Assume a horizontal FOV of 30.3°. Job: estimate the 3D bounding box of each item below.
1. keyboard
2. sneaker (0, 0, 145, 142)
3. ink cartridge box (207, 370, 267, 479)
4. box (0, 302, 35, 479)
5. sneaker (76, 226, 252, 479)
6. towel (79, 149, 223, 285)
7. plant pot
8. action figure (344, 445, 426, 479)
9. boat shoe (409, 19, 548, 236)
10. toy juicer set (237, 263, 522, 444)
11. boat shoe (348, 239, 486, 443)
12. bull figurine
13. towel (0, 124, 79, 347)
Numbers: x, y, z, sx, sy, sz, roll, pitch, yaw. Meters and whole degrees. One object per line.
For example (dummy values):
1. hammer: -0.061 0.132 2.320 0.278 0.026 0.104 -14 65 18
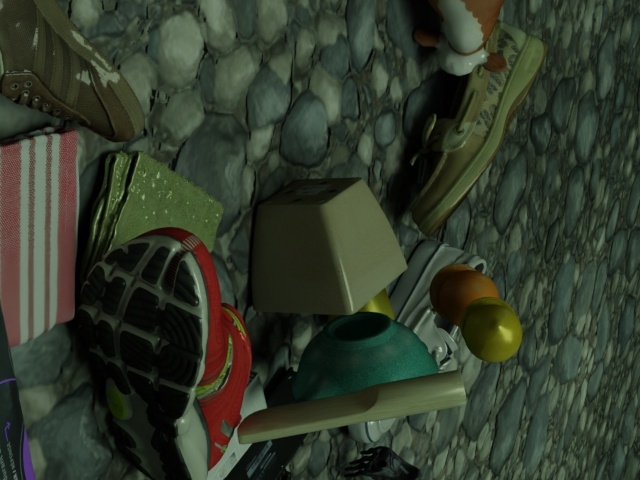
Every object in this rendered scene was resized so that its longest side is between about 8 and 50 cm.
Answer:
1. keyboard: -0.060 0.216 1.127 0.180 0.023 0.108 -52 137 -36
2. sneaker: -0.183 -0.112 0.741 0.071 0.066 0.188 -50 139 -13
3. ink cartridge box: -0.090 0.172 1.044 0.115 0.029 0.063 -48 141 -40
4. box: -0.264 0.146 0.543 0.270 0.143 0.165 -57 147 -58
5. sneaker: -0.104 0.077 0.891 0.118 0.107 0.279 -49 158 -36
6. towel: -0.128 -0.003 0.905 0.148 0.027 0.110 29 76 -60
7. plant pot: 0.000 0.000 1.065 0.109 0.109 0.096 -37 120 -50
8. action figure: 0.092 0.359 1.344 0.164 0.140 0.276 -55 129 -38
9. boat shoe: 0.159 -0.130 1.320 0.285 0.089 0.104 -59 -179 -29
10. toy juicer set: 0.074 0.115 1.060 0.329 0.209 0.090 -56 140 -64
11. boat shoe: 0.110 0.113 1.321 0.258 0.084 0.095 -65 150 -21
12. bull figurine: 0.141 -0.306 1.187 0.310 0.101 0.188 54 51 -57
13. towel: -0.224 0.010 0.740 0.197 0.029 0.144 -25 126 -55
